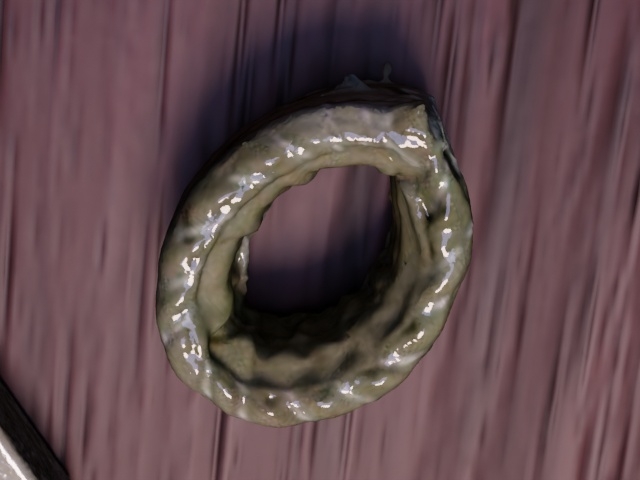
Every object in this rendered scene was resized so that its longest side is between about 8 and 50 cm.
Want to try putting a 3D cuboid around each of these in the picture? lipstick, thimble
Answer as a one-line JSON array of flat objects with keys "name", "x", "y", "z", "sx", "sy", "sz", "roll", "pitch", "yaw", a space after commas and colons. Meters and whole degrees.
[{"name": "lipstick", "x": -0.091, "y": 0.099, "z": 0.484, "sx": 0.030, "sy": 0.030, "sz": 0.129, "roll": -30, "pitch": 104, "yaw": 5}, {"name": "thimble", "x": 0.000, "y": 0.000, "z": 0.445, "sx": 0.084, "sy": 0.062, "sz": 0.110, "roll": 32, "pitch": 101, "yaw": -9}]
